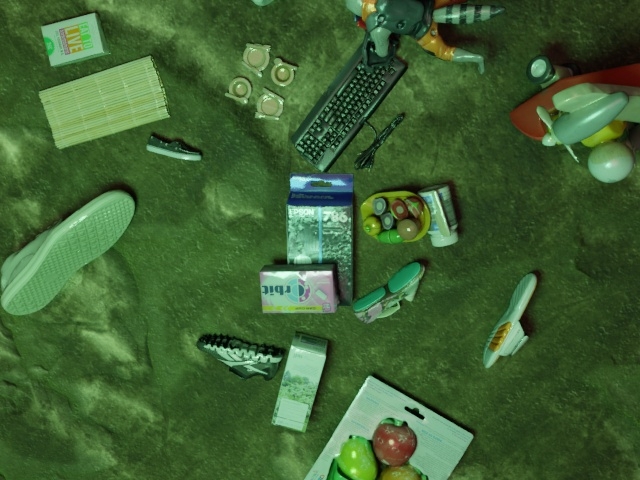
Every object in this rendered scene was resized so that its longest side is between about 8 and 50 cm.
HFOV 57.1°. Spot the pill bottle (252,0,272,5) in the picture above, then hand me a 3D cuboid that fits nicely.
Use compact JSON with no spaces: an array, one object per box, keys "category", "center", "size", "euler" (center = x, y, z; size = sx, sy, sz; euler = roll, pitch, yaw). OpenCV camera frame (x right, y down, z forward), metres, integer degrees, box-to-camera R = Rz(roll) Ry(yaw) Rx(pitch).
[{"category":"pill bottle","center":[-0.186,-0.670,1.262],"size":[0.301,0.169,0.169],"euler":[44,104,-5]}]

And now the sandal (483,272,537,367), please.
[{"category":"sandal","center":[0.485,0.210,1.443],"size":[0.076,0.102,0.265],"euler":[25,103,2]}]

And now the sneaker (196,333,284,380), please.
[{"category":"sneaker","center":[-0.219,0.319,1.559],"size":[0.235,0.078,0.106],"euler":[12,102,1]}]

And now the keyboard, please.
[{"category":"keyboard","center":[0.091,-0.293,1.398],"size":[0.202,0.033,0.317],"euler":[37,106,-4]}]

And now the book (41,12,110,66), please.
[{"category":"book","center":[-0.595,-0.486,1.426],"size":[0.144,0.035,0.096],"euler":[-11,99,10]}]

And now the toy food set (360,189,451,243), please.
[{"category":"toy food set","center":[0.182,-0.048,1.385],"size":[0.218,0.071,0.128],"euler":[-4,106,33]}]

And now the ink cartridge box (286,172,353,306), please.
[{"category":"ink cartridge box","center":[0.000,0.000,1.465],"size":[0.166,0.065,0.332],"euler":[0,103,7]}]

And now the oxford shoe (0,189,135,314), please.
[{"category":"oxford shoe","center":[-0.662,0.011,1.503],"size":[0.449,0.169,0.130],"euler":[-40,61,12]}]

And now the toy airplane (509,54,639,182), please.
[{"category":"toy airplane","center":[0.608,-0.252,1.170],"size":[0.387,0.384,0.272],"euler":[0,94,5]}]

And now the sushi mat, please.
[{"category":"sushi mat","center":[-0.536,-0.339,1.461],"size":[0.317,0.019,0.151],"euler":[-14,101,10]}]

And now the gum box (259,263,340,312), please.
[{"category":"gum box","center":[-0.047,0.116,1.434],"size":[0.189,0.062,0.107],"euler":[-1,104,8]}]

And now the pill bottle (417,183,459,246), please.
[{"category":"pill bottle","center":[0.284,-0.060,1.409],"size":[0.078,0.078,0.137],"euler":[-15,102,10]}]

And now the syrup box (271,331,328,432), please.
[{"category":"syrup box","center":[-0.054,0.370,1.544],"size":[0.093,0.096,0.236],"euler":[14,105,1]}]

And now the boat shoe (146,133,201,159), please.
[{"category":"boat shoe","center":[-0.362,-0.229,1.454],"size":[0.142,0.049,0.040],"euler":[13,104,5]}]

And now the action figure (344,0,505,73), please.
[{"category":"action figure","center":[0.209,-0.528,1.251],"size":[0.331,0.178,0.341],"euler":[6,99,-6]}]

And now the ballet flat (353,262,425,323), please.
[{"category":"ballet flat","center":[0.184,0.138,1.480],"size":[0.222,0.076,0.079],"euler":[-38,116,18]}]

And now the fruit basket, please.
[{"category":"fruit basket","center":[0.176,0.581,1.565],"size":[0.327,0.165,0.352],"euler":[30,89,-2]}]

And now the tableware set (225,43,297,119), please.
[{"category":"tableware set","center":[-0.139,-0.379,1.406],"size":[0.141,0.020,0.168],"euler":[25,106,0]}]
